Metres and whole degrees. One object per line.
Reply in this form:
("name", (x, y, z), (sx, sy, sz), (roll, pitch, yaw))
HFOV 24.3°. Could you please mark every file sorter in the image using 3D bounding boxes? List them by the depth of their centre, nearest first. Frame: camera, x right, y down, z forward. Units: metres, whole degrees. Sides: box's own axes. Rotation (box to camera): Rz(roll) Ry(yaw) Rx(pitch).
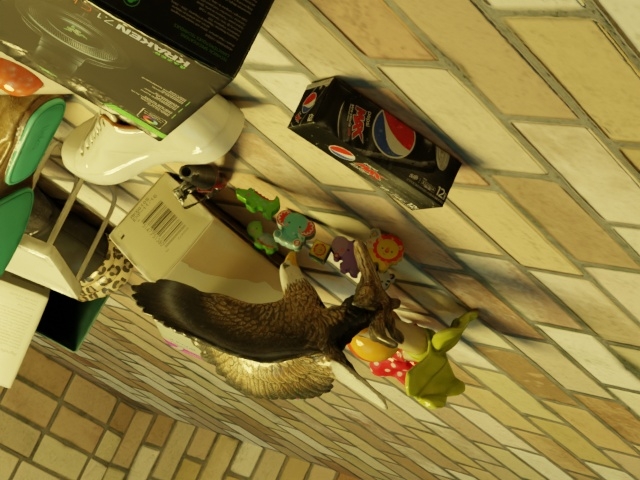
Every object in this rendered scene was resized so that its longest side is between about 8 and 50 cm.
("file sorter", (-0.453, -0.067, 2.130), (0.278, 0.173, 0.193), (22, 164, 10))

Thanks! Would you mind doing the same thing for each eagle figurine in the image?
("eagle figurine", (-0.053, 0.108, 1.829), (0.225, 0.298, 0.226), (-82, -27, -68))

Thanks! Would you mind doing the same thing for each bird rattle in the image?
("bird rattle", (0.100, 0.128, 2.030), (0.207, 0.143, 0.253), (23, 178, -20))

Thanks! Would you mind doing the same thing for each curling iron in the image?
("curling iron", (-0.147, -0.068, 1.781), (0.035, 0.068, 0.274), (60, 177, 0))

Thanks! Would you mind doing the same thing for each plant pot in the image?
("plant pot", (-0.518, 0.085, 2.783), (0.165, 0.165, 0.234), (32, 172, -25))

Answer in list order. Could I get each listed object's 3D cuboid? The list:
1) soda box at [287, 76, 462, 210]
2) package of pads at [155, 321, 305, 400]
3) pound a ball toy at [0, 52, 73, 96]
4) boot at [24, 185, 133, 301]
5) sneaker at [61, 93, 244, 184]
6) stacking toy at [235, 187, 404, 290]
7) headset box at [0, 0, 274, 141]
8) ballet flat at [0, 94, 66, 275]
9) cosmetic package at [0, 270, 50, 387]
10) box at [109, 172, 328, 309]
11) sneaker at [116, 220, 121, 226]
("soda box", (0.055, -0.093, 1.468), (0.169, 0.053, 0.060), (31, 163, -25))
("package of pads", (-0.145, 0.171, 2.588), (0.296, 0.101, 0.229), (23, 165, 6))
("pound a ball toy", (-0.290, -0.188, 1.536), (0.208, 0.135, 0.319), (37, 162, -36))
("boot", (-0.507, -0.016, 2.484), (0.377, 0.138, 0.284), (-1, 150, 48))
("sneaker", (-0.217, -0.142, 1.666), (0.290, 0.106, 0.123), (-9, 142, 45))
("stacking toy", (0.000, 0.000, 1.892), (0.221, 0.052, 0.167), (25, 163, 8))
("headset box", (-0.188, -0.219, 1.277), (0.246, 0.131, 0.283), (29, 165, -14))
("ballet flat", (-0.428, -0.089, 1.910), (0.124, 0.116, 0.342), (40, 129, 16))
("cosmetic package", (-0.567, 0.127, 2.554), (0.151, 0.183, 0.151), (22, -167, -14))
("box", (-0.131, 0.053, 2.056), (0.148, 0.121, 0.311), (41, 180, 42))
("sneaker", (-0.243, 0.013, 2.295), (0.158, 0.061, 0.065), (27, 159, -8))
